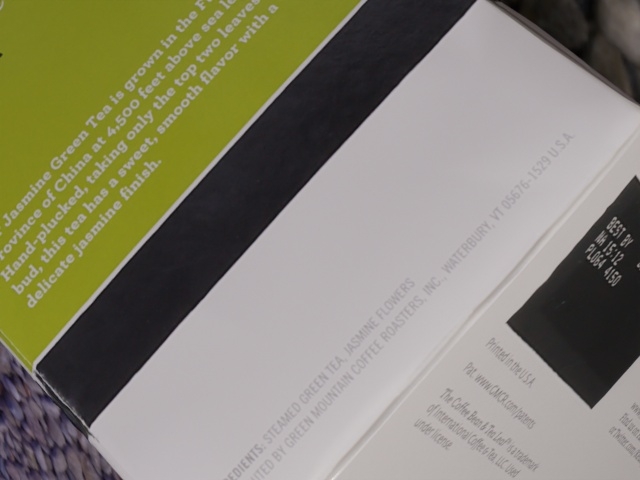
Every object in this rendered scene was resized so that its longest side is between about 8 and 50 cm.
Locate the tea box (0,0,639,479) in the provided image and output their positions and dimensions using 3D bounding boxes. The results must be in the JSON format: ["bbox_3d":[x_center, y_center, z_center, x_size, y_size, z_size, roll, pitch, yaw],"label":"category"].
[{"bbox_3d":[0.000,0.000,0.770,0.323,0.220,0.329,43,180,32],"label":"tea box"}]
